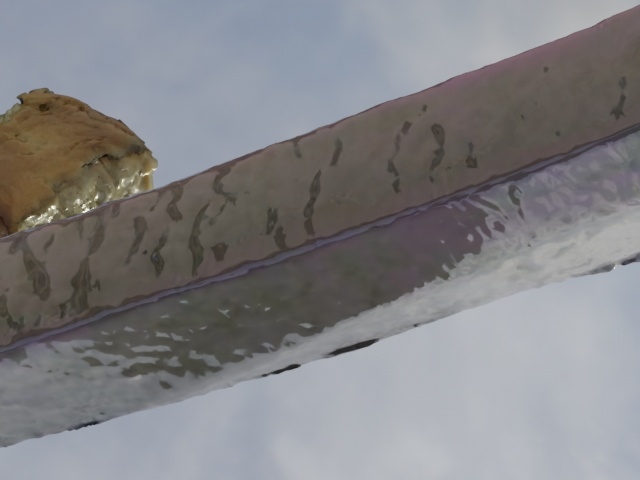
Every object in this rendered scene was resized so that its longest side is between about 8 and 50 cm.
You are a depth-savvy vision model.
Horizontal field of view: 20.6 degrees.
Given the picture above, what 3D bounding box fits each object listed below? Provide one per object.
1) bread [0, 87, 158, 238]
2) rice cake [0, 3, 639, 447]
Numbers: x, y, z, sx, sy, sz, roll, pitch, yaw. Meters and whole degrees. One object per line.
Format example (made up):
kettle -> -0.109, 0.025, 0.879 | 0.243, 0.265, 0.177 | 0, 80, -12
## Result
bread -> -0.115, -0.011, 0.731 | 0.083, 0.076, 0.070 | -32, -132, -33
rice cake -> 0.000, 0.000, 0.546 | 0.072, 0.365, 0.056 | 48, -151, -49
